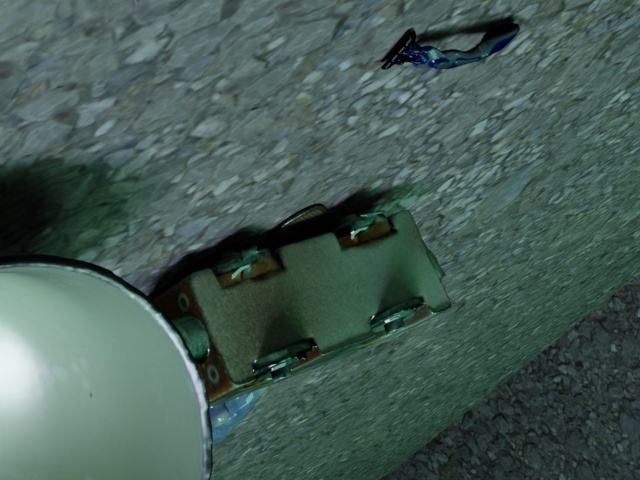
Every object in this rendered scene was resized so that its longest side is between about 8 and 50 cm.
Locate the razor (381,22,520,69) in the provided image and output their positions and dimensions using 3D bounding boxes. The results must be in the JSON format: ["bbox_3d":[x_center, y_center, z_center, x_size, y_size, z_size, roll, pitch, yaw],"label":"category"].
[{"bbox_3d":[0.116,-0.156,1.188,0.155,0.028,0.044,-17,159,-43],"label":"razor"}]

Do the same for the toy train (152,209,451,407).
[{"bbox_3d":[-0.028,0.067,1.419,0.326,0.129,0.159,-18,168,-39],"label":"toy train"}]

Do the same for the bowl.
[{"bbox_3d":[-0.267,0.161,1.018,0.354,0.353,0.185,-20,-155,-36],"label":"bowl"}]

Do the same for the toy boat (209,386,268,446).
[{"bbox_3d":[-0.185,0.235,1.673,0.330,0.123,0.215,-37,166,16],"label":"toy boat"}]

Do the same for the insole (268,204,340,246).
[{"bbox_3d":[0.000,0.000,1.505,0.086,0.005,0.253,-34,165,9],"label":"insole"}]
